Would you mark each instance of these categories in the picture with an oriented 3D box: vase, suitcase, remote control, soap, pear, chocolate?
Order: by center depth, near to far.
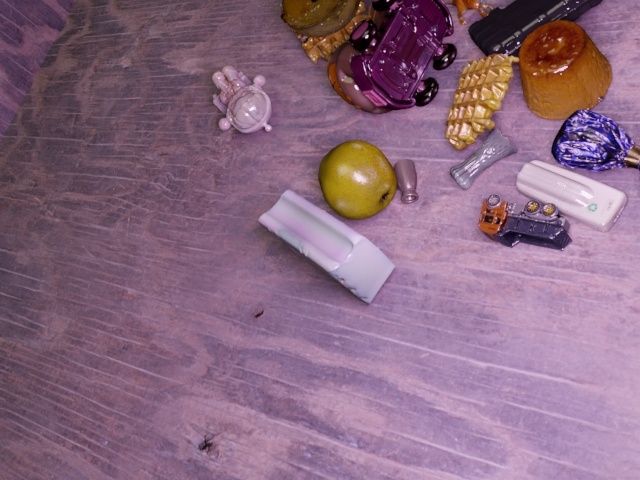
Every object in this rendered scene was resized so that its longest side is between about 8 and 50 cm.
[{"bbox_3d":[0.639,-0.151,1.405,0.148,0.126,0.343,-21,42,-36],"label":"chocolate"},{"bbox_3d":[0.521,-0.102,1.494,0.230,0.049,0.090,32,87,39],"label":"remote control"},{"bbox_3d":[0.367,-0.185,1.628,0.149,0.081,0.081,-41,50,12],"label":"vase"},{"bbox_3d":[0.000,0.000,1.679,0.347,0.208,0.115,34,84,41],"label":"soap"},{"bbox_3d":[0.508,-0.541,1.699,0.286,0.066,0.206,-34,32,14],"label":"suitcase"},{"bbox_3d":[0.086,-0.146,1.718,0.198,0.198,0.198,-16,57,26],"label":"pear"},{"bbox_3d":[0.210,-0.142,1.722,0.053,0.053,0.100,-19,60,24],"label":"vase"}]

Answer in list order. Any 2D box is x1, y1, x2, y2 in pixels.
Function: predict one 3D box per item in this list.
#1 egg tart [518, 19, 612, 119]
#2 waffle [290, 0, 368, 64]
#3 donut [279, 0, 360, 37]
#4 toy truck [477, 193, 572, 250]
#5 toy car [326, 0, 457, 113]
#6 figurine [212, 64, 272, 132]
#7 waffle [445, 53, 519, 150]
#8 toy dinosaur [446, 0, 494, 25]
[{"bbox_3d":[0.535,-0.385,1.579,0.203,0.147,0.202,-14,60,25],"label":"egg tart"},{"bbox_3d":[0.007,-0.652,2.131,0.310,0.065,0.283,6,68,37],"label":"waffle"},{"bbox_3d":[0.010,-0.702,2.059,0.272,0.107,0.272,-16,59,27],"label":"donut"},{"bbox_3d":[0.429,-0.034,1.495,0.192,0.083,0.092,14,79,37],"label":"toy truck"},{"bbox_3d":[0.170,-0.487,1.833,0.240,0.271,0.340,11,67,58],"label":"toy car"},{"bbox_3d":[-0.230,-0.400,2.112,0.182,0.144,0.256,-27,48,-7],"label":"figurine"},{"bbox_3d":[0.359,-0.312,1.627,0.229,0.057,0.219,-149,80,-76],"label":"waffle"},{"bbox_3d":[0.366,-0.618,1.822,0.212,0.142,0.057,31,83,43],"label":"toy dinosaur"}]
